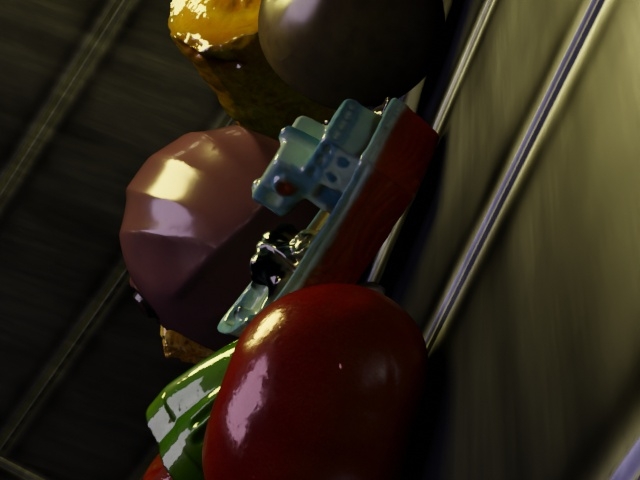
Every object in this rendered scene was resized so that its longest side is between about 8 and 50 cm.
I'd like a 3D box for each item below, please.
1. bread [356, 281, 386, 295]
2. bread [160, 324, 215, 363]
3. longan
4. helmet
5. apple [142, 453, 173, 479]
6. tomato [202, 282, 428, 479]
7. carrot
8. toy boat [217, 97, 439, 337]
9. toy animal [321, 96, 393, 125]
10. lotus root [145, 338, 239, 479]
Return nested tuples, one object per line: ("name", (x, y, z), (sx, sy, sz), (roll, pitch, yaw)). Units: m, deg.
("bread", (0.013, 0.135, 1.378), (0.251, 0.039, 0.182), (111, 174, -50))
("bread", (-0.094, 0.112, 1.755), (0.083, 0.211, 0.114), (80, -158, -66))
("longan", (0.034, -0.238, 1.534), (0.220, 0.196, 0.196), (-13, 52, 44))
("helmet", (-0.120, -0.025, 1.659), (0.271, 0.338, 0.197), (-43, -43, -12))
("apple", (-0.086, 0.259, 1.280), (0.181, 0.168, 0.181), (-169, 90, -86))
("tomato", (-0.006, 0.123, 0.972), (0.195, 0.136, 0.195), (-162, 90, -86))
("carrot", (-0.044, -0.258, 1.932), (0.241, 0.340, 0.241), (-23, 41, 22))
("toy boat", (-0.019, -0.004, 1.362), (0.332, 0.133, 0.145), (-58, 4, 42))
("toy animal", (0.072, -0.102, 1.507), (0.117, 0.121, 0.210), (-26, 2, -26))
("lotus root", (-0.021, 0.134, 1.130), (0.186, 0.186, 0.186), (-162, 90, -86))
